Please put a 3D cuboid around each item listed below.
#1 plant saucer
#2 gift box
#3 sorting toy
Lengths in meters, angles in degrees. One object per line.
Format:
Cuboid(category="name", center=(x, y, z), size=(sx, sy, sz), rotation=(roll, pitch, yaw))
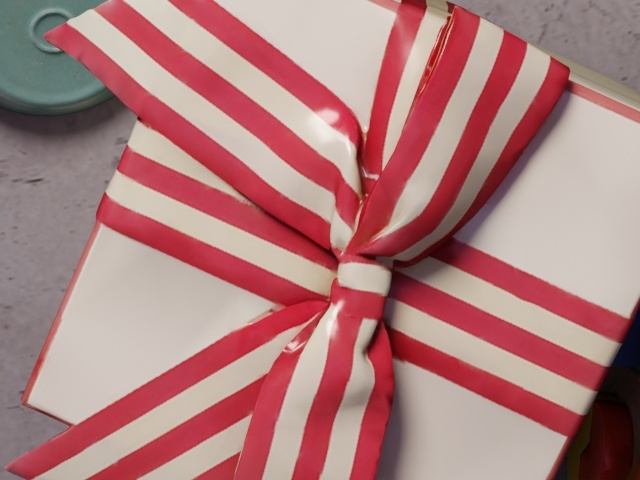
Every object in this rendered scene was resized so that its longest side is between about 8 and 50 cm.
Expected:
Cuboid(category="plant saucer", center=(-0.137, -0.111, 0.864), size=(0.119, 0.021, 0.119), rotation=(-7, 124, -11))
Cuboid(category="gift box", center=(0.000, 0.000, 0.785), size=(0.276, 0.258, 0.255), rotation=(19, 101, -2))
Cuboid(category="sorting toy", center=(0.162, 0.083, 0.825), size=(0.038, 0.193, 0.208), rotation=(3, 103, -10))
